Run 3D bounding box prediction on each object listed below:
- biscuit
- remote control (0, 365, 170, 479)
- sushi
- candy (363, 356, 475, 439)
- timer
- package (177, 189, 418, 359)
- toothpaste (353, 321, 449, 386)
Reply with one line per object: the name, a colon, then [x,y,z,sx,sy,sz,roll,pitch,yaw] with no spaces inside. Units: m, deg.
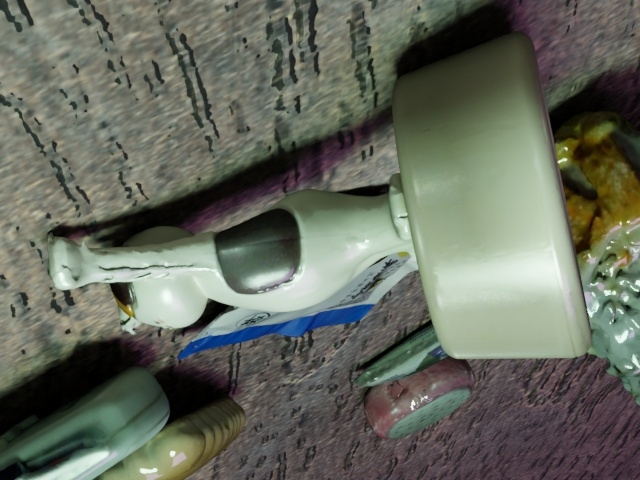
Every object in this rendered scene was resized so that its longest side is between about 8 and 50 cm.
biscuit: [-0.202,0.209,1.369,0.325,0.044,0.217,-30,176,6]
remote control: [-0.230,0.170,1.218,0.296,0.056,0.140,-31,-176,9]
sushi: [0.212,0.018,1.277,0.139,0.184,0.274,-45,161,10]
candy: [0.086,0.134,1.682,0.103,0.043,0.103,-25,160,-10]
timer: [0.000,0.000,1.038,0.266,0.175,0.175,-12,165,8]
package: [0.009,0.018,1.247,0.171,0.027,0.173,-12,152,-43]
toothpaste: [0.129,0.060,1.546,0.233,0.038,0.060,-34,161,27]
